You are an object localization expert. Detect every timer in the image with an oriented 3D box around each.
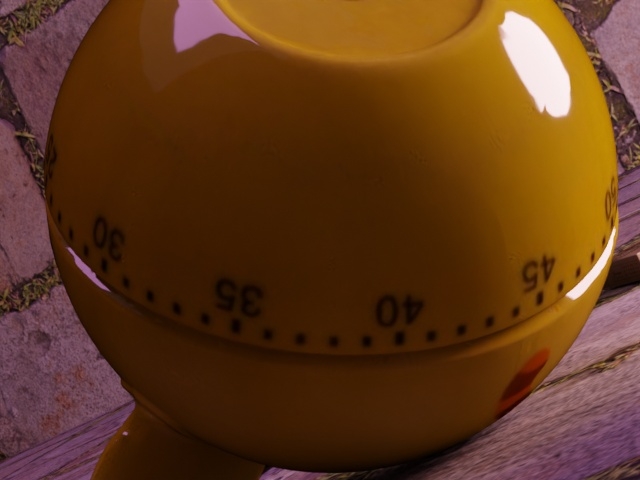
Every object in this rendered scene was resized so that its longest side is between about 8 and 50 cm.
[{"bbox_3d":[0.000,0.000,1.193,0.376,0.376,0.387,-27,-42,-33],"label":"timer"}]

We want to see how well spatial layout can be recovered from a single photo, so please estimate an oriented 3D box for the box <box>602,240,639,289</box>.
[{"bbox_3d":[0.255,0.014,1.557,0.053,0.024,0.083,-26,2,-20],"label":"box"}]
